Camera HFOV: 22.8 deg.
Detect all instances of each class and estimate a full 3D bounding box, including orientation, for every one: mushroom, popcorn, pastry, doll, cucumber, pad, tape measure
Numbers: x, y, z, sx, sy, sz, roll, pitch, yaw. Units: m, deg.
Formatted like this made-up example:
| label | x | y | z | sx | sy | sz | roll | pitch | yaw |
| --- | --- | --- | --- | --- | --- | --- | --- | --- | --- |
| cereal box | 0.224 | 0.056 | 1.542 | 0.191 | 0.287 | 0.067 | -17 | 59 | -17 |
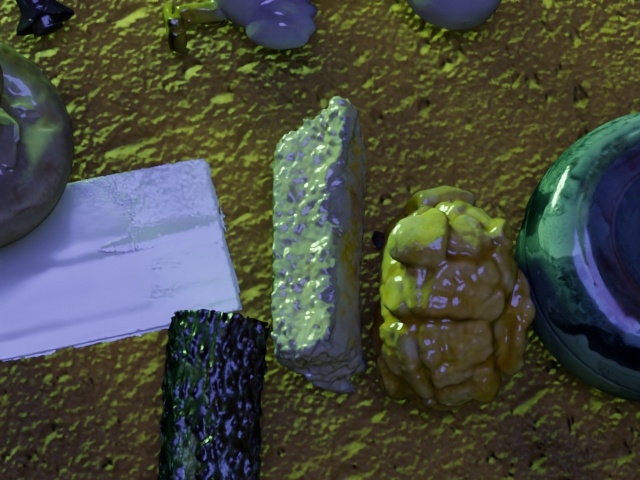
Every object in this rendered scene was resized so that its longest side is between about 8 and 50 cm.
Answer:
| label | x | y | z | sx | sy | sz | roll | pitch | yaw |
| --- | --- | --- | --- | --- | --- | --- | --- | --- | --- |
| mushroom | -0.307 | -0.099 | 1.354 | 0.207 | 0.215 | 0.207 | 7 | 64 | -16 |
| popcorn | 0.114 | 0.047 | 1.383 | 0.140 | 0.163 | 0.194 | 6 | 70 | -9 |
| pastry | 0.000 | 0.000 | 1.407 | 0.089 | 0.121 | 0.258 | -2 | 75 | 2 |
| doll | 0.028 | -0.262 | 1.502 | 0.365 | 0.094 | 0.160 | -8 | 67 | -8 |
| cucumber | -0.099 | 0.242 | 1.345 | 0.096 | 0.096 | 0.359 | 5 | 75 | -4 |
| pad | -0.197 | 0.016 | 1.446 | 0.232 | 0.004 | 0.156 | -11 | 75 | -8 |
| tape measure | 0.310 | 0.022 | 1.417 | 0.275 | 0.147 | 0.256 | 27 | 68 | -1 |

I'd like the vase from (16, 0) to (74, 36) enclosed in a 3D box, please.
| label | x | y | z | sx | sy | sz | roll | pitch | yaw |
| --- | --- | --- | --- | --- | --- | --- | --- | --- | --- |
| vase | -0.286 | -0.278 | 1.474 | 0.120 | 0.120 | 0.183 | -22 | 91 | -11 |
